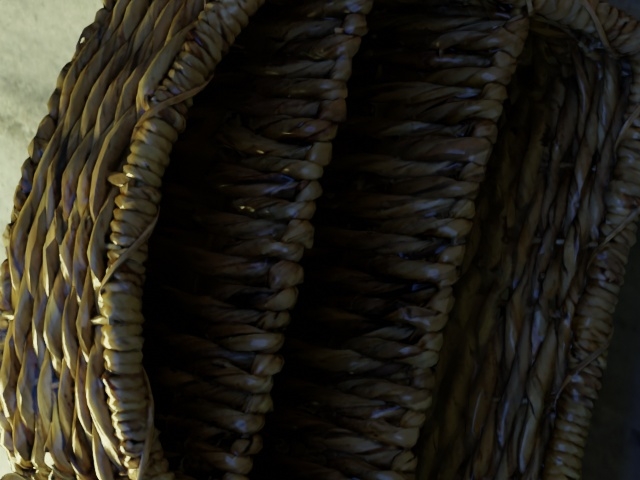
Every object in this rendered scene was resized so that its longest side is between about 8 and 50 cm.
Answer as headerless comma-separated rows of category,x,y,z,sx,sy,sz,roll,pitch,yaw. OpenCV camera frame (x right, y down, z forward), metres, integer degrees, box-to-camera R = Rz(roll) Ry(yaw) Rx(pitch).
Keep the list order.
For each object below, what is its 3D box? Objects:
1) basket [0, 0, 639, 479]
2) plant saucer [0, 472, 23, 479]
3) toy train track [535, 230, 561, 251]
basket,0.000,0.000,0.710,0.223,0.213,0.299,10,80,41
plant saucer,-0.072,0.247,0.849,0.310,0.050,0.310,32,156,16
toy train track,0.119,0.000,0.788,0.083,0.014,0.048,-2,102,49
